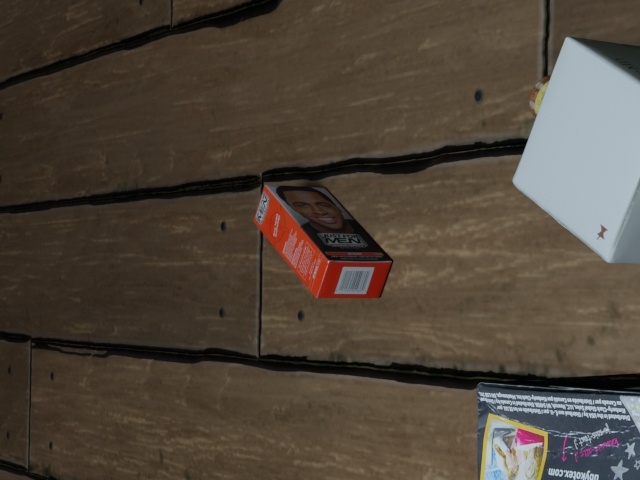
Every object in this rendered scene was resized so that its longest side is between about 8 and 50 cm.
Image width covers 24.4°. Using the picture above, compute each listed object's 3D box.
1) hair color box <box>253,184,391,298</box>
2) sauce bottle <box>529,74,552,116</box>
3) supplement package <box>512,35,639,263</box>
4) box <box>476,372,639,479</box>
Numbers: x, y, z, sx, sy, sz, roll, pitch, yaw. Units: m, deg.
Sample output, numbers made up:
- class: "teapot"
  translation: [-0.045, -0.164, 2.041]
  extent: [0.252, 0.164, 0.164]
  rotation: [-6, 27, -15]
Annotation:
- class: "hair color box"
  translation: [0.000, 0.000, 1.385]
  extent: [0.141, 0.072, 0.043]
  rotation: [48, 128, 47]
- class: "sauce bottle"
  translation: [0.205, -0.084, 1.091]
  extent: [0.128, 0.042, 0.042]
  rotation: [43, 124, 48]
- class: "supplement package"
  translation: [0.230, -0.052, 0.917]
  extent: [0.105, 0.179, 0.105]
  rotation: [47, 127, 48]
- class: "box"
  translation: [0.233, 0.148, 0.837]
  extent: [0.163, 0.247, 0.142]
  rotation: [-4, 86, 58]
